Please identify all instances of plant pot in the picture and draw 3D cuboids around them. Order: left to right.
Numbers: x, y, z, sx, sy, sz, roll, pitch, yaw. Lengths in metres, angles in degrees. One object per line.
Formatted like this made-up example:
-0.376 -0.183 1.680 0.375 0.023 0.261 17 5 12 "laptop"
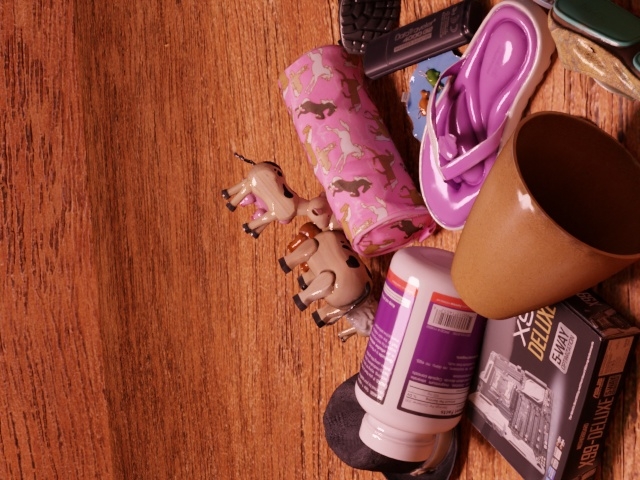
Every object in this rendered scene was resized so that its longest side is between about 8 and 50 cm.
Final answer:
0.294 -0.005 1.692 0.254 0.237 0.237 -53 51 44 "plant pot"

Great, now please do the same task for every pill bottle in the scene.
0.164 0.182 1.999 0.181 0.181 0.323 36 114 53 "pill bottle"

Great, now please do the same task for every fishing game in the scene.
0.191 -0.230 2.060 0.189 0.041 0.264 3 99 58 "fishing game"

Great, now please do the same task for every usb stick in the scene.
0.163 -0.327 2.037 0.278 0.045 0.077 -13 63 55 "usb stick"

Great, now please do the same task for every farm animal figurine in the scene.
0.000 0.000 2.236 0.172 0.330 0.327 -34 62 11 "farm animal figurine"

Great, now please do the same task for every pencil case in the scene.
0.063 -0.156 2.165 0.386 0.167 0.160 68 -172 24 "pencil case"

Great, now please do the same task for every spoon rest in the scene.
0.324 -0.070 1.835 0.276 0.084 0.137 -46 57 39 "spoon rest"

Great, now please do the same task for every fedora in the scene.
0.105 0.318 2.223 0.334 0.152 0.334 20 113 58 "fedora"

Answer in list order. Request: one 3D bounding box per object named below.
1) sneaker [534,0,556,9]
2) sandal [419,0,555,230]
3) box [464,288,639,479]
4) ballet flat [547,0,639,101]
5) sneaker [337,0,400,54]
0.288 -0.426 1.809 0.262 0.104 0.125 52 -179 22 "sneaker"
0.224 -0.191 1.916 0.169 0.102 0.416 44 134 32 "sandal"
0.337 0.201 1.853 0.242 0.076 0.307 47 136 48 "box"
0.420 -0.216 1.592 0.348 0.123 0.123 44 133 48 "ballet flat"
0.073 -0.469 2.178 0.124 0.107 0.283 -150 64 -68 "sneaker"
